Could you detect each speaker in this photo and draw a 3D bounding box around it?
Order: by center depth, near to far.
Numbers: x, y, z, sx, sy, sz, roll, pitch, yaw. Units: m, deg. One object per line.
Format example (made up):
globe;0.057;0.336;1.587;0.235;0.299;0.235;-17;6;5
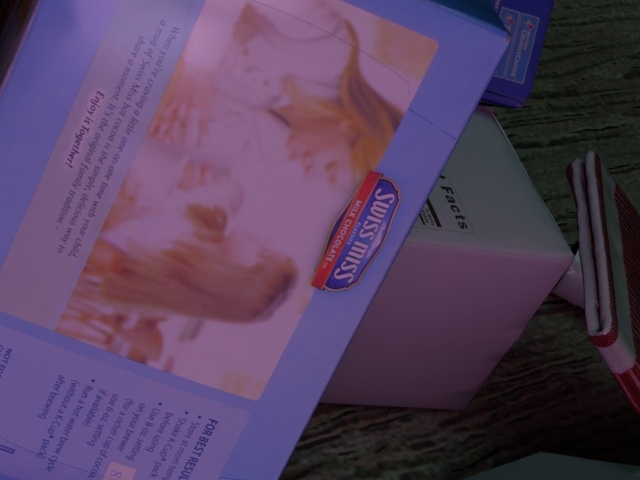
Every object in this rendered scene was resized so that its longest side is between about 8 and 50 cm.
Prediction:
speaker;0.269;0.053;1.588;0.136;0.055;0.055;30;34;-2

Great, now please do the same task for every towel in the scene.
towel;0.276;0.114;1.388;0.329;0.037;0.237;53;23;-28

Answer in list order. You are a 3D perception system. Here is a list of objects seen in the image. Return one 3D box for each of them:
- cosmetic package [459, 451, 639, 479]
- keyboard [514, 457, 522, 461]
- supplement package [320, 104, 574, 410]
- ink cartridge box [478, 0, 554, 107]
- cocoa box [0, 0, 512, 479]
cosmetic package;0.101;0.240;1.049;0.385;0.156;0.217;-9;8;-44
keyboard;0.192;0.234;1.328;0.180;0.023;0.108;44;42;17
supplement package;0.000;0.000;1.340;0.293;0.177;0.175;7;41;-32
ink cartridge box;0.085;-0.256;1.496;0.151;0.270;0.395;14;1;-22
cocoa box;-0.087;-0.042;1.018;0.231;0.347;0.228;21;21;-16
